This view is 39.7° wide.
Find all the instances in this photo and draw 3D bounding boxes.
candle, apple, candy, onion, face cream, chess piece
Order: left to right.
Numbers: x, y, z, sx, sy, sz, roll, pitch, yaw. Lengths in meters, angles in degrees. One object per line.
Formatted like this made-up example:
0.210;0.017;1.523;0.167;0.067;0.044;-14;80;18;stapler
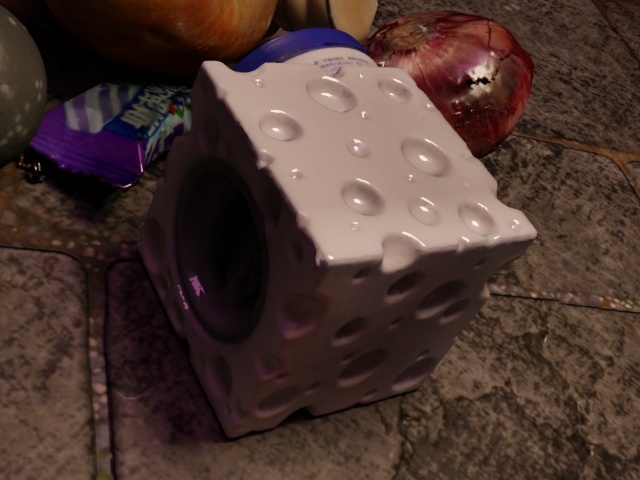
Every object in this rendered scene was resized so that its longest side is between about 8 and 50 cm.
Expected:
-0.348;-0.117;0.933;0.167;0.021;0.026;37;41;11;candle
-0.206;-0.135;0.999;0.145;0.070;0.275;25;35;10;candy
-0.200;-0.339;1.016;0.301;0.301;0.301;16;41;-14;apple
-0.067;-0.324;1.180;0.260;0.143;0.143;5;30;28;chess piece
-0.013;-0.124;0.989;0.206;0.206;0.111;-10;55;-37;face cream
0.152;-0.185;1.166;0.252;0.219;0.252;-13;48;15;onion

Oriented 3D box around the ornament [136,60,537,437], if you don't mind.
0.000;0.000;0.834;0.239;0.240;0.239;-7;51;-36;ornament

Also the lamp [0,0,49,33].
-0.374;-0.297;1.022;0.136;0.136;0.136;16;41;-14;lamp

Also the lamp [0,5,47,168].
-0.364;-0.202;0.866;0.182;0.182;0.314;3;57;-27;lamp
